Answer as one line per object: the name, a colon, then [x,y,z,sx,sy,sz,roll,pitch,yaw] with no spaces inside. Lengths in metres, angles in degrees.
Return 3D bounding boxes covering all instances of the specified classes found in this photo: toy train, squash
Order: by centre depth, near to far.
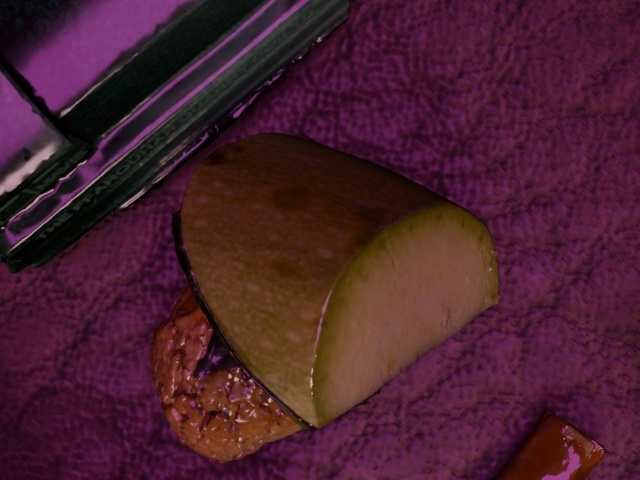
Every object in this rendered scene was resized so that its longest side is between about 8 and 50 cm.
squash: [0.011,-0.011,0.658,0.192,0.085,0.184,-31,74,-39]
toy train: [-0.126,-0.115,0.671,0.330,0.178,0.138,-40,86,2]

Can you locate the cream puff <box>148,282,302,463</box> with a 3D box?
cream puff: [-0.046,0.075,0.698,0.119,0.104,0.133,39,85,-4]

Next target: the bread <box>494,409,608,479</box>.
bread: [0.142,0.153,0.717,0.047,0.036,0.083,38,88,7]
